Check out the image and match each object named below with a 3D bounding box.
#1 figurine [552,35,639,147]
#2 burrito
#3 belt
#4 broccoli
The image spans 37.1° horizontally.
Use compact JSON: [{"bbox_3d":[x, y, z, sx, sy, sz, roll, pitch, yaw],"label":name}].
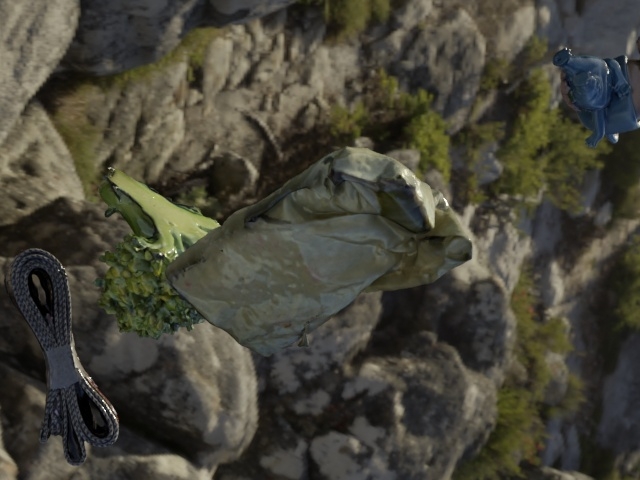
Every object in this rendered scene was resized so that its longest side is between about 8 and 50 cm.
[{"bbox_3d":[0.386,-0.204,1.247,0.178,0.144,0.114,17,52,-46],"label":"figurine"},{"bbox_3d":[0.003,0.001,1.054,0.190,0.332,0.135,45,40,-17],"label":"burrito"},{"bbox_3d":[-0.426,0.185,1.556,0.126,0.094,0.359,-15,95,-14],"label":"belt"},{"bbox_3d":[-0.245,0.039,1.410,0.180,0.273,0.242,-57,178,21],"label":"broccoli"}]
